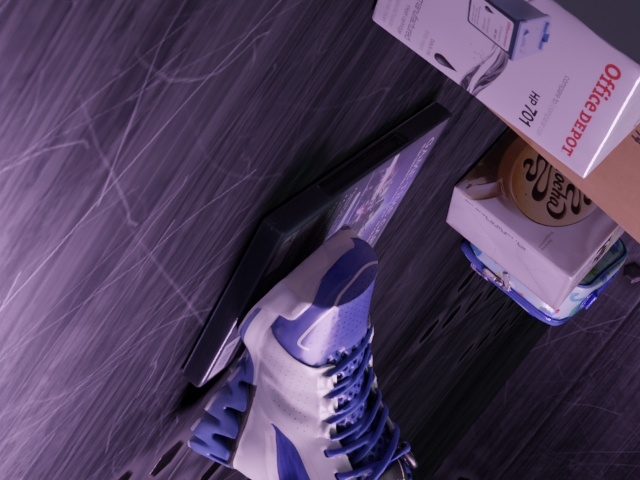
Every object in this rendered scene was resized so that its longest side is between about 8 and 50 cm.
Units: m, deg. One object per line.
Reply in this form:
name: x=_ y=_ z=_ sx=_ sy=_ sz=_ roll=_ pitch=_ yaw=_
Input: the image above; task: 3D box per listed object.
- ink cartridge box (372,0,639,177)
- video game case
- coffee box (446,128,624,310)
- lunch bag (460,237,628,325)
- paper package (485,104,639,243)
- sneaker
ink cartridge box: x=0.142 y=-0.153 z=1.147 sx=0.082 sy=0.191 sz=0.139 roll=-44 pitch=166 yaw=-28
video game case: x=0.000 y=0.000 z=1.495 sx=0.274 sy=0.026 sz=0.196 roll=-38 pitch=163 yaw=-48
coffee box: x=0.304 y=-0.092 z=1.964 sx=0.297 sy=0.168 sz=0.119 roll=-46 pitch=167 yaw=-16
lunch bag: x=0.294 y=0.015 z=2.224 sx=0.090 sy=0.176 sz=0.219 roll=-57 pitch=167 yaw=29
paper package: x=0.273 y=-0.155 z=1.328 sx=0.168 sy=0.309 sz=0.325 roll=-42 pitch=166 yaw=-14
sneaker: x=0.014 y=0.137 z=1.464 sx=0.127 sy=0.182 sz=0.315 roll=-42 pitch=166 yaw=-38
